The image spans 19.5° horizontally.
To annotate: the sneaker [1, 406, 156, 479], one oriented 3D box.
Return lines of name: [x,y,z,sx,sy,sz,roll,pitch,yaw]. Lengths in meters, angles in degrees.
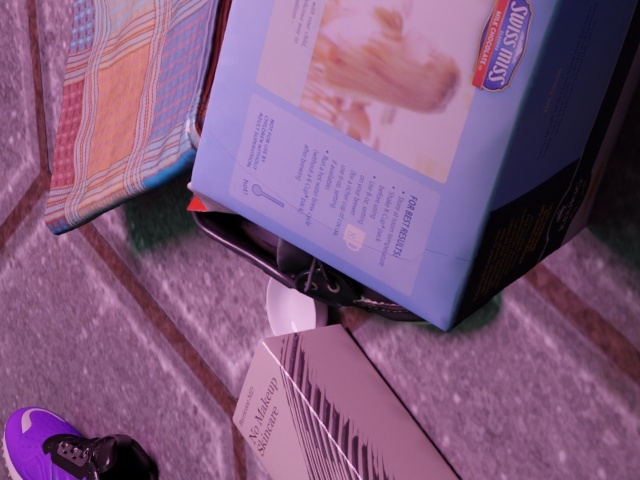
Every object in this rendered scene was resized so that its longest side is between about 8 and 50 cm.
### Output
sneaker: [-0.246,0.257,2.049,0.293,0.102,0.146,46,129,35]

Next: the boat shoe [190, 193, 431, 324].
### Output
boat shoe: [0.000,-0.004,1.594,0.340,0.113,0.127,31,122,50]

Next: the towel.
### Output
towel: [-0.177,-0.167,1.821,0.370,0.040,0.271,-21,59,56]

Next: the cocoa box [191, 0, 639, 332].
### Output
cocoa box: [0.092,-0.161,1.258,0.231,0.228,0.347,30,125,21]

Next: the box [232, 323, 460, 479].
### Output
box: [0.036,0.204,1.603,0.275,0.094,0.113,50,135,38]

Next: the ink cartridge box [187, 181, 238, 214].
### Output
ink cartridge box: [-0.050,-0.110,1.562,0.189,0.066,0.232,-57,22,-9]

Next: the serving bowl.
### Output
serving bowl: [-0.017,0.063,1.712,0.083,0.027,0.083,16,109,54]
